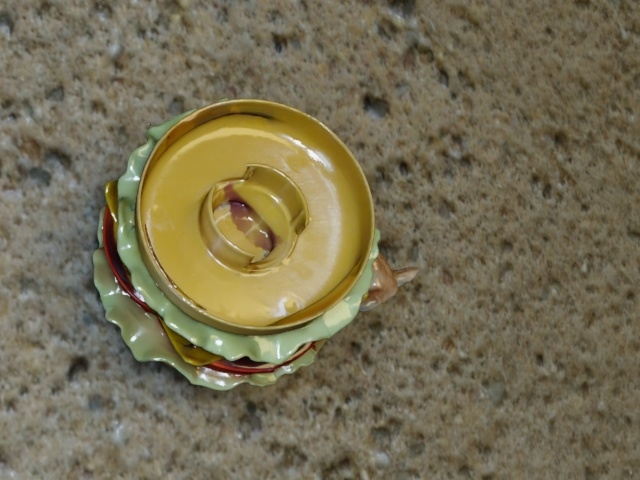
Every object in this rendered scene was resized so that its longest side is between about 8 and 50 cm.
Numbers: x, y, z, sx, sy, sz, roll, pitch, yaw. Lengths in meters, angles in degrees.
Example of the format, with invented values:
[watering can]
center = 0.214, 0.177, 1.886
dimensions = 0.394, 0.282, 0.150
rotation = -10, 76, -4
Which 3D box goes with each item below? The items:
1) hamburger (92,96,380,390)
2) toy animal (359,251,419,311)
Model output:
[hamburger]
center = -0.088, 0.010, 1.865
dimensions = 0.275, 0.212, 0.274
rotation = 7, 66, -16
[toy animal]
center = 0.012, -0.009, 2.063
dimensions = 0.184, 0.104, 0.185
rotation = -27, 89, -44
